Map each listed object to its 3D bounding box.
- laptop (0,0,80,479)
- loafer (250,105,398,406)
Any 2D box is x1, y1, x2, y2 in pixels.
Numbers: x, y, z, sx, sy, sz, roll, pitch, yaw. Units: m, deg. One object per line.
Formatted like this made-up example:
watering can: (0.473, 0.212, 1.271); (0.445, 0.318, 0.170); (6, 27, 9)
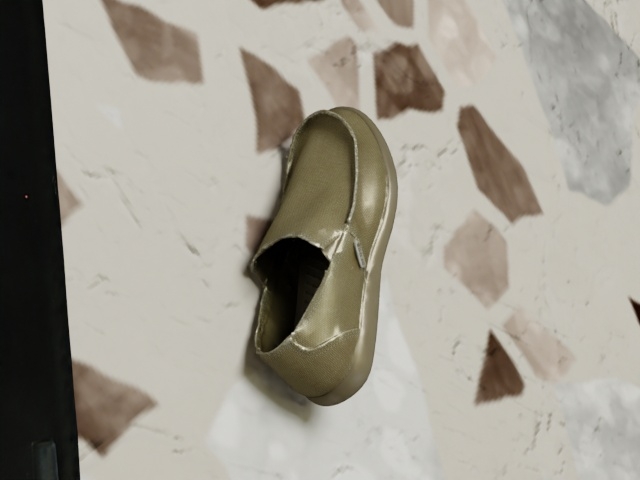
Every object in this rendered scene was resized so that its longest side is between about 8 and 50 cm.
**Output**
laptop: (-0.279, -0.062, 0.311); (0.408, 0.236, 0.381); (-2, 88, -60)
loafer: (0.000, 0.000, 0.656); (0.050, 0.056, 0.148); (25, 55, -41)
